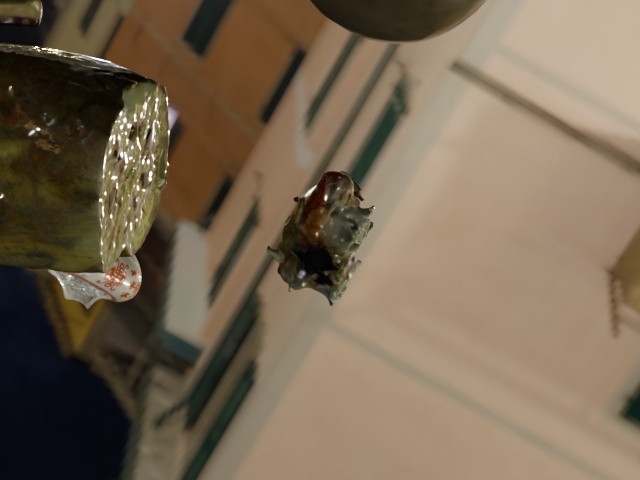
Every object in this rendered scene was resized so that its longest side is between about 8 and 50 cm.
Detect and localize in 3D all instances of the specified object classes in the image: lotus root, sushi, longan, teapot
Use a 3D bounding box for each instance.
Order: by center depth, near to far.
[{"bbox_3d":[0.069,-0.265,1.561,0.197,0.196,0.220,23,159,-20],"label":"longan"},{"bbox_3d":[-0.346,-0.096,1.921,0.346,0.250,0.250,6,-164,12],"label":"lotus root"},{"bbox_3d":[0.001,0.003,1.929,0.097,0.226,0.103,-30,-113,-22],"label":"sushi"},{"bbox_3d":[-0.335,0.032,2.600,0.159,0.116,0.245,34,171,8],"label":"teapot"}]

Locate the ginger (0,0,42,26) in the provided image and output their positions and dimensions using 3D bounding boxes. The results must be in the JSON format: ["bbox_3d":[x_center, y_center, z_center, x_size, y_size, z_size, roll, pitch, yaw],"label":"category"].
[{"bbox_3d":[-0.395,-0.400,1.877,0.358,0.211,0.413,24,-140,15],"label":"ginger"}]
